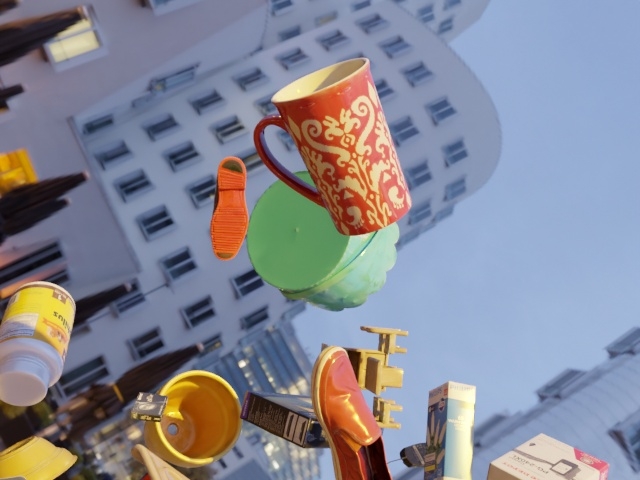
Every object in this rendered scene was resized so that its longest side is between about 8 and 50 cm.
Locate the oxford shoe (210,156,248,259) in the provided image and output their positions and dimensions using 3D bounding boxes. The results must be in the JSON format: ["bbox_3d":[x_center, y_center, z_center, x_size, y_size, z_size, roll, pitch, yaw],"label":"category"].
[{"bbox_3d":[-0.241,-0.083,1.969,0.098,0.097,0.271,-173,-90,-77],"label":"oxford shoe"}]

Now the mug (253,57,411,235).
[{"bbox_3d":[0.019,-0.100,0.829,0.150,0.113,0.169,4,-55,51],"label":"mug"}]

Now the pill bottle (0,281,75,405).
[{"bbox_3d":[-0.495,0.177,1.273,0.215,0.117,0.117,-101,-179,-53],"label":"pill bottle"}]

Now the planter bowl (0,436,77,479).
[{"bbox_3d":[-0.675,0.508,1.683,0.090,0.217,0.217,67,-22,-4],"label":"planter bowl"}]

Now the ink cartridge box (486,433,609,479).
[{"bbox_3d":[0.311,0.334,1.019,0.109,0.151,0.063,19,-72,40],"label":"ink cartridge box"}]

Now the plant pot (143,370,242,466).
[{"bbox_3d":[-0.381,0.514,2.076,0.239,0.254,0.254,-36,-99,51],"label":"plant pot"}]

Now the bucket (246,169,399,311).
[{"bbox_3d":[0.000,0.000,1.484,0.281,0.281,0.183,49,14,30],"label":"bucket"}]

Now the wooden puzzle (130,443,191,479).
[{"bbox_3d":[-0.235,0.589,1.474,0.348,0.080,0.322,35,-14,50],"label":"wooden puzzle"}]

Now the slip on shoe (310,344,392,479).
[{"bbox_3d":[0.066,0.357,1.423,0.101,0.123,0.331,-7,-79,40],"label":"slip on shoe"}]

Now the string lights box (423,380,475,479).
[{"bbox_3d":[0.314,0.488,1.807,0.133,0.077,0.259,122,-23,-63],"label":"string lights box"}]

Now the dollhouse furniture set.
[{"bbox_3d":[0.091,0.303,1.707,0.242,0.161,0.212,143,-47,-82],"label":"dollhouse furniture set"}]

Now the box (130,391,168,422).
[{"bbox_3d":[-0.383,0.374,1.662,0.083,0.067,0.018,-88,-172,-70],"label":"box"}]

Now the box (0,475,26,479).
[{"bbox_3d":[-0.514,0.479,1.165,0.036,0.137,0.225,-111,-163,-69],"label":"box"}]

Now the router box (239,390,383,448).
[{"bbox_3d":[-0.018,0.475,1.958,0.243,0.309,0.080,11,-95,43],"label":"router box"}]

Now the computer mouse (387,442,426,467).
[{"bbox_3d":[0.217,0.614,2.048,0.041,0.242,0.071,103,-29,-43],"label":"computer mouse"}]
